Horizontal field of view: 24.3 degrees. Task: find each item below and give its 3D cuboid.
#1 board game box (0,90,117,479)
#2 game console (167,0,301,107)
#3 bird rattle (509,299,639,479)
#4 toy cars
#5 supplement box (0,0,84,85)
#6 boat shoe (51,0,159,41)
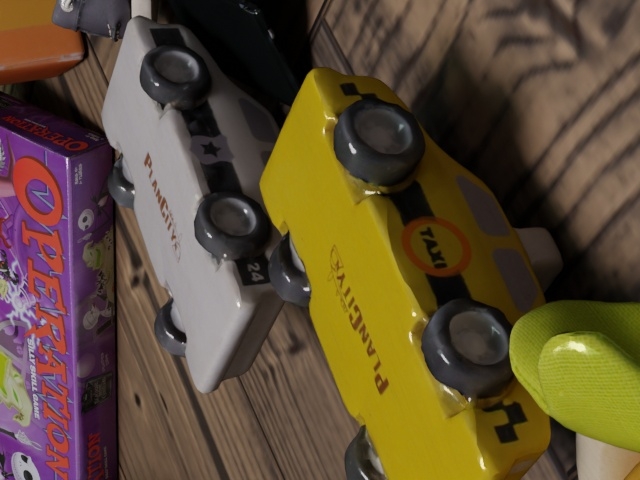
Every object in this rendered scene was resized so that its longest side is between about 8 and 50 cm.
[{"bbox_3d":[-0.235,0.057,1.100,0.208,0.056,0.346,21,122,30],"label":"board game box"},{"bbox_3d":[-0.038,-0.138,0.756,0.122,0.071,0.107,32,98,53],"label":"game console"},{"bbox_3d":[0.151,0.105,0.444,0.253,0.143,0.207,67,165,-8],"label":"bird rattle"},{"bbox_3d":[0.000,0.000,0.674,0.394,0.087,0.176,27,119,60],"label":"toy cars"},{"bbox_3d":[-0.227,-0.224,1.000,0.080,0.078,0.233,-7,94,65],"label":"supplement box"},{"bbox_3d":[-0.123,-0.206,0.803,0.075,0.065,0.206,-89,-1,-62],"label":"boat shoe"}]
